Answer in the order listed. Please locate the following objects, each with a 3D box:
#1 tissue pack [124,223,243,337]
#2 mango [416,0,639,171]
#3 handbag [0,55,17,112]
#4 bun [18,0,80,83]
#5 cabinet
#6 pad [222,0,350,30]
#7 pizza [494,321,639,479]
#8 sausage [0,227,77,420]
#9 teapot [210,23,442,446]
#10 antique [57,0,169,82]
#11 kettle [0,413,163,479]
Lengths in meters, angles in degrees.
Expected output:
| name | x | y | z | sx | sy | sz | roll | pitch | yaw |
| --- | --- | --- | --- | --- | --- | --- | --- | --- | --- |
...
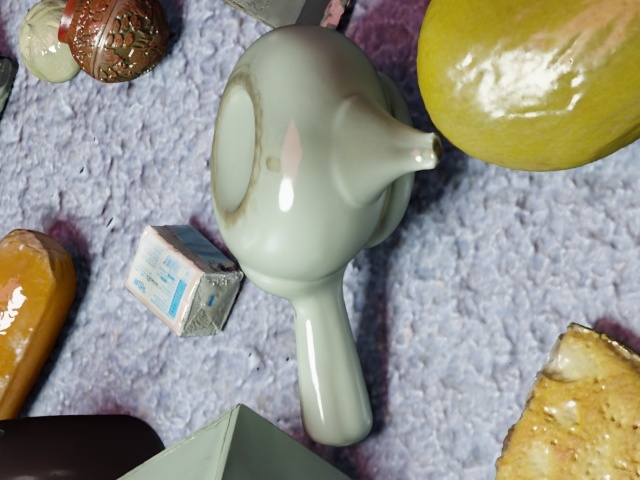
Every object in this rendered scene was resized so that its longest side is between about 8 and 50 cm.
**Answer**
| name | x | y | z | sx | sy | sz | roll | pitch | yaw |
| --- | --- | --- | --- | --- | --- | --- | --- | --- | --- |
| tissue pack | -0.122 | 0.036 | 1.633 | 0.094 | 0.059 | 0.074 | 39 | 114 | 39 |
| mango | 0.206 | -0.174 | 1.297 | 0.332 | 0.142 | 0.195 | -35 | 66 | 27 |
| handbag | -0.529 | -0.136 | 1.980 | 0.416 | 0.180 | 0.316 | 24 | 94 | 48 |
| bun | -0.268 | -0.199 | 1.803 | 0.086 | 0.055 | 0.086 | -7 | 79 | 44 |
| cabinet | -0.090 | 0.260 | 1.483 | 0.206 | 0.145 | 0.150 | -34 | 30 | 37 |
| pad | -0.009 | -0.296 | 1.592 | 0.174 | 0.022 | 0.233 | 33 | 106 | 42 |
| pizza | 0.195 | 0.168 | 1.311 | 0.188 | 0.080 | 0.204 | -34 | 50 | 11 |
| sausage | -0.321 | 0.113 | 1.787 | 0.105 | 0.105 | 0.274 | 45 | 115 | 37 |
| teapot | -0.011 | -0.015 | 1.476 | 0.220 | 0.149 | 0.318 | -113 | 32 | -53 |
| antique | -0.188 | -0.194 | 1.698 | 0.104 | 0.104 | 0.104 | -6 | 81 | 43 |
| kettle | -0.276 | 0.244 | 1.636 | 0.144 | 0.232 | 0.202 | 39 | 112 | 40 |
